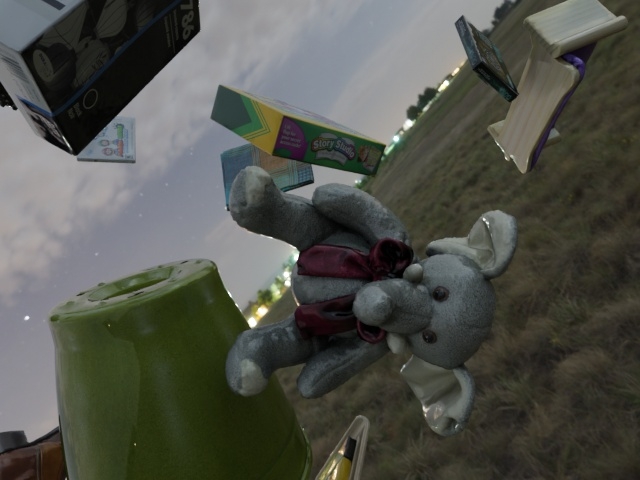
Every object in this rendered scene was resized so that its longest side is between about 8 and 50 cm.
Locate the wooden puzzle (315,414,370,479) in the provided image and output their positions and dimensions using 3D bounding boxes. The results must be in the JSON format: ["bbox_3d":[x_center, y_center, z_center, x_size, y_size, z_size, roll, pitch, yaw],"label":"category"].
[{"bbox_3d":[0.015,0.461,0.750,0.221,0.044,0.239,-63,0,20],"label":"wooden puzzle"}]

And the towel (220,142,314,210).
[{"bbox_3d":[-0.217,-0.286,1.647,0.370,0.271,0.040,-16,-23,14],"label":"towel"}]

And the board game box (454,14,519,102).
[{"bbox_3d":[0.348,-0.384,0.889,0.026,0.126,0.186,-38,38,40],"label":"board game box"}]

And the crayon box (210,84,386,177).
[{"bbox_3d":[-0.057,-0.289,1.131,0.363,0.313,0.106,2,-63,-43],"label":"crayon box"}]

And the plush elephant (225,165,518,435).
[{"bbox_3d":[0.072,0.068,0.486,0.255,0.330,0.272,3,85,59],"label":"plush elephant"}]

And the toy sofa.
[{"bbox_3d":[0.524,-0.327,0.955,0.150,0.177,0.362,-22,-27,-2],"label":"toy sofa"}]

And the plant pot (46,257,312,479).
[{"bbox_3d":[-0.231,0.225,0.654,0.366,0.353,0.366,-13,10,2],"label":"plant pot"}]

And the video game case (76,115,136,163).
[{"bbox_3d":[-0.589,-0.282,1.168,0.143,0.157,0.019,-2,-26,-22],"label":"video game case"}]

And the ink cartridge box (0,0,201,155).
[{"bbox_3d":[-0.223,-0.269,0.495,0.333,0.065,0.165,-62,0,-25],"label":"ink cartridge box"}]

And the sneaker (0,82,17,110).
[{"bbox_3d":[-0.429,-0.276,0.698,0.237,0.086,0.085,-20,-27,-21],"label":"sneaker"}]

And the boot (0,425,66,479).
[{"bbox_3d":[-0.497,0.493,0.820,0.096,0.280,0.264,-45,-29,2],"label":"boot"}]
